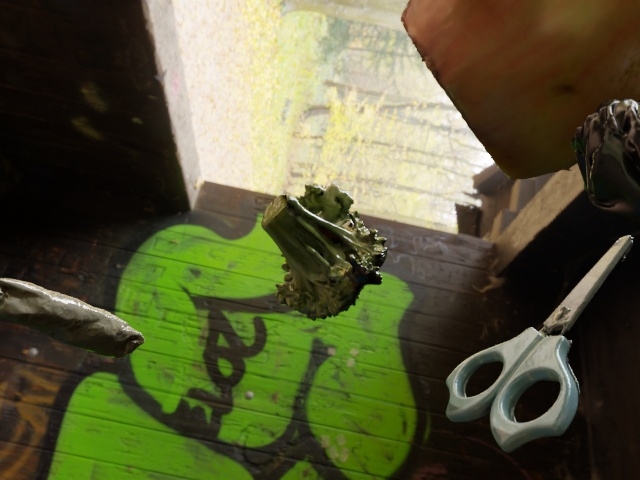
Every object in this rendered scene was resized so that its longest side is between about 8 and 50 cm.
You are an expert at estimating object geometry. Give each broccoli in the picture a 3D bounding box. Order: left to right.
[{"bbox_3d":[0.000,0.000,0.908,0.247,0.243,0.263,12,-112,48],"label":"broccoli"}]

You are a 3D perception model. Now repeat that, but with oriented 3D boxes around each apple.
[{"bbox_3d":[0.299,-0.267,0.618,0.309,0.314,0.252,-35,177,26],"label":"apple"}]

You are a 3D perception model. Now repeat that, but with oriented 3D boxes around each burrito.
[{"bbox_3d":[-0.383,0.119,0.731,0.275,0.082,0.059,44,23,-53],"label":"burrito"}]

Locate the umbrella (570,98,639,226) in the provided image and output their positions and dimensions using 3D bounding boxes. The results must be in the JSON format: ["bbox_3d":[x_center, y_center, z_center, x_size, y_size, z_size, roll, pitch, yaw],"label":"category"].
[{"bbox_3d":[0.342,0.002,0.366,0.340,0.118,0.118,49,-33,28],"label":"umbrella"}]

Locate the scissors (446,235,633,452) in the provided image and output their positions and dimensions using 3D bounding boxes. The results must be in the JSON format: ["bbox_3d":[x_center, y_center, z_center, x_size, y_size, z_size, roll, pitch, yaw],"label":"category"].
[{"bbox_3d":[0.308,0.113,0.635,0.360,0.029,0.191,-41,-167,-17],"label":"scissors"}]
